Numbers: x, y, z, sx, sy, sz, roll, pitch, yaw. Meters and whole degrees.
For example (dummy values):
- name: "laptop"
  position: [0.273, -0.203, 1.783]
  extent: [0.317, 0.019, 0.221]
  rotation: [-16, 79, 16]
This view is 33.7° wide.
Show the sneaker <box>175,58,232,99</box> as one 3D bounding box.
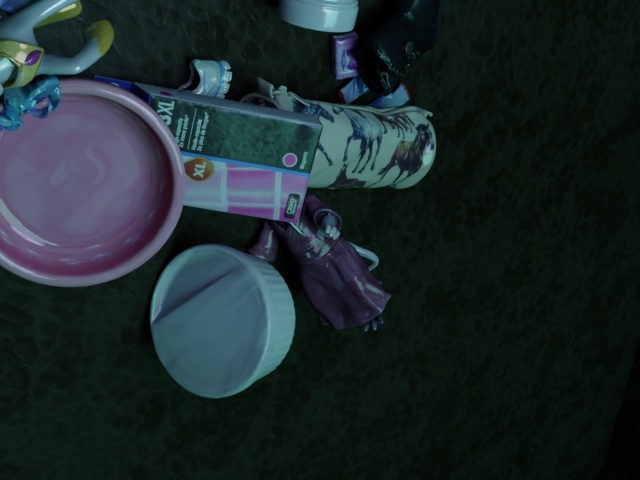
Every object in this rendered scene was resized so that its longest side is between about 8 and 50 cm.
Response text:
- name: "sneaker"
  position: [-0.216, -0.217, 1.778]
  extent: [0.083, 0.071, 0.191]
  rotation: [6, 102, -41]

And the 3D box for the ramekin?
- name: "ramekin"
  position: [-0.167, 0.140, 1.909]
  extent: [0.127, 0.273, 0.273]
  rotation: [-2, 116, -59]

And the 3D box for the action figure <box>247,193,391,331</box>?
- name: "action figure"
  position: [0.000, 0.000, 2.037]
  extent: [0.370, 0.248, 0.276]
  rotation: [55, 36, -24]

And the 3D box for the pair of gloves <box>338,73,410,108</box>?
- name: "pair of gloves"
  position: [0.104, -0.292, 2.084]
  extent: [0.159, 0.023, 0.198]
  rotation: [-44, 137, -16]

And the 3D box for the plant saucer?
- name: "plant saucer"
  position: [-0.374, -0.091, 1.600]
  extent: [0.332, 0.084, 0.332]
  rotation: [-7, 116, -14]

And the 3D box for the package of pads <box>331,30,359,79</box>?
- name: "package of pads"
  position: [0.047, -0.346, 1.975]
  extent: [0.050, 0.032, 0.083]
  rotation: [-13, 125, -16]

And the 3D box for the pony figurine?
- name: "pony figurine"
  position: [-0.453, -0.255, 1.333]
  extent: [0.363, 0.351, 0.303]
  rotation: [-52, 148, -37]

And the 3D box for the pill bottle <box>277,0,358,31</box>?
- name: "pill bottle"
  position: [0.016, -0.500, 1.750]
  extent: [0.160, 0.160, 0.283]
  rotation: [-11, 123, -41]

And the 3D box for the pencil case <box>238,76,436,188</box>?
- name: "pencil case"
  position: [0.030, -0.186, 1.949]
  extent: [0.410, 0.160, 0.184]
  rotation: [-1, 126, -41]

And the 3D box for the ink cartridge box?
- name: "ink cartridge box"
  position: [-0.194, -0.144, 1.710]
  extent: [0.370, 0.069, 0.176]
  rotation: [9, 111, -15]

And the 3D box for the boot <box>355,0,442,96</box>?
- name: "boot"
  position: [0.146, -0.412, 1.957]
  extent: [0.207, 0.094, 0.246]
  rotation: [-48, 146, -37]
